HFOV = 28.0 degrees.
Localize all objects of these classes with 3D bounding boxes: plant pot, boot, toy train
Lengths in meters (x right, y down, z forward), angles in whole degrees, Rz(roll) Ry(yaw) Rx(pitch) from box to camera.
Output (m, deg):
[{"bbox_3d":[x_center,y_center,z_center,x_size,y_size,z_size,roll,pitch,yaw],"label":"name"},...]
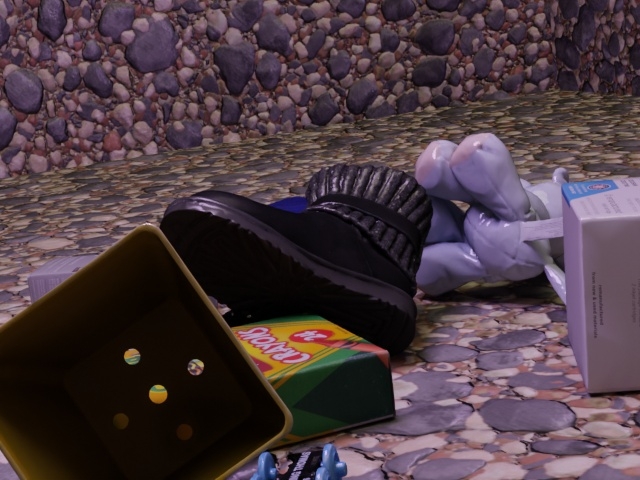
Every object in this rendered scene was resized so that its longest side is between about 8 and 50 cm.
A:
[{"bbox_3d":[-0.159,0.138,1.141,0.212,0.212,0.187,-36,-7,-1],"label":"plant pot"},{"bbox_3d":[-0.022,-0.019,1.597,0.348,0.131,0.260,27,41,-16],"label":"boot"},{"bbox_3d":[-0.017,0.227,0.983,0.080,0.105,0.184,-10,11,12],"label":"toy train"}]

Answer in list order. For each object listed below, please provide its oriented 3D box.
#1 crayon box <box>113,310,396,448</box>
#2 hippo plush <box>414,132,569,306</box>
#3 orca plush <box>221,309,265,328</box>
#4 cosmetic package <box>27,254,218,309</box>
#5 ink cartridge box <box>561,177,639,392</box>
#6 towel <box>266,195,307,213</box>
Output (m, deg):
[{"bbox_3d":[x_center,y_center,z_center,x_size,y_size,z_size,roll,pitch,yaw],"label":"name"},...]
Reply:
[{"bbox_3d":[-0.107,0.162,1.369,0.318,0.081,0.202,-12,14,-24],"label":"crayon box"},{"bbox_3d":[0.271,-0.050,1.796,0.294,0.234,0.236,3,16,37],"label":"hippo plush"},{"bbox_3d":[-0.062,0.093,1.601,0.151,0.102,0.287,7,18,44],"label":"orca plush"},{"bbox_3d":[-0.271,0.073,1.791,0.238,0.107,0.127,-7,9,7],"label":"cosmetic package"},{"bbox_3d":[0.415,0.039,1.420,0.270,0.197,0.198,-4,13,5],"label":"ink cartridge box"},{"bbox_3d":[-0.076,-0.013,2.176,0.228,0.076,0.308,-3,11,45],"label":"towel"}]
